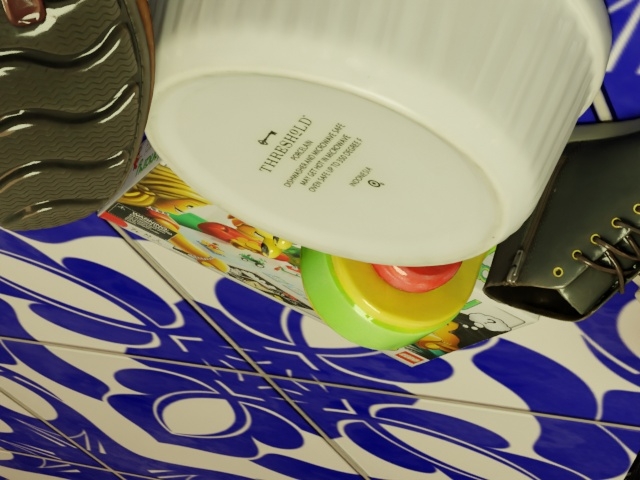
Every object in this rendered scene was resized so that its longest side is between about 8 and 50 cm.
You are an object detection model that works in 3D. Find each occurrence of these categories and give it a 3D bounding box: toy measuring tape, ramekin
[{"bbox_3d":[0.102,0.032,1.006,0.330,0.121,0.121,17,158,-18],"label":"toy measuring tape"},{"bbox_3d":[0.020,-0.089,0.832,0.273,0.127,0.273,15,157,7],"label":"ramekin"}]

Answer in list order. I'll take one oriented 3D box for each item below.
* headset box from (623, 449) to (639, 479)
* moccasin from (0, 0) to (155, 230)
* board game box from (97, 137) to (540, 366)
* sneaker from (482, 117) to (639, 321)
[{"bbox_3d":[0.270,0.114,0.892,0.110,0.293,0.218,29,173,10],"label":"headset box"},{"bbox_3d":[-0.173,-0.163,0.716,0.139,0.147,0.380,-19,133,-3],"label":"moccasin"},{"bbox_3d":[0.000,0.000,1.136,0.305,0.053,0.193,26,155,-18],"label":"board game box"},{"bbox_3d":[0.203,-0.010,0.882,0.222,0.118,0.083,-6,146,45],"label":"sneaker"}]
